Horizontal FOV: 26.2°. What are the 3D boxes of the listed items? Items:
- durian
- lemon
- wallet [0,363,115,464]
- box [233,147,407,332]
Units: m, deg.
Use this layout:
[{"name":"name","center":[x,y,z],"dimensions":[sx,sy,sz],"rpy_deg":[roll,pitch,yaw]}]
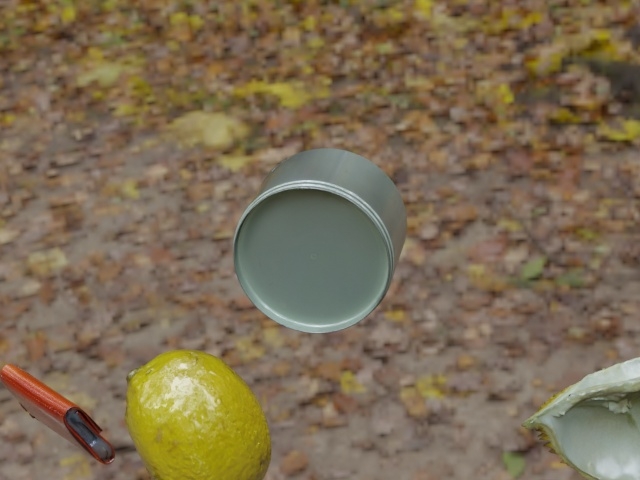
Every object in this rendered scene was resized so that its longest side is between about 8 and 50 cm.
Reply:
[{"name":"durian","center":[0.335,0.169,1.381],"dimensions":[0.252,0.139,0.144],"rpy_deg":[-12,70,18]},{"name":"lemon","center":[-0.071,0.117,0.826],"dimensions":[0.082,0.110,0.082],"rpy_deg":[-30,10,6]},{"name":"wallet","center":[-0.424,0.280,2.225],"dimensions":[0.204,0.142,0.045],"rpy_deg":[22,62,45]},{"name":"box","center":[0.000,0.000,1.930],"dimensions":[0.226,0.226,0.149],"rpy_deg":[1,23,12]}]
